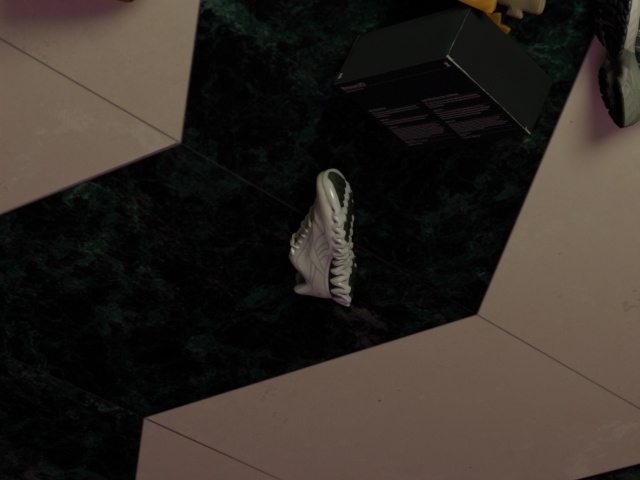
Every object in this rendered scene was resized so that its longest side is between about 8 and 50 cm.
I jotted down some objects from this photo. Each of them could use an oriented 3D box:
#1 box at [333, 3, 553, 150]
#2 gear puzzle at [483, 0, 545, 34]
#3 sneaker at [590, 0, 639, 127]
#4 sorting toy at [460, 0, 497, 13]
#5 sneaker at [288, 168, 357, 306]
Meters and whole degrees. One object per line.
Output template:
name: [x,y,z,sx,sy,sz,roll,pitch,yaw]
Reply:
box: [0.174,-0.231,1.615,0.184,0.103,0.261,34,160,-30]
gear puzzle: [0.256,-0.401,1.528,0.175,0.044,0.339,22,128,22]
sneaker: [0.478,-0.306,1.645,0.122,0.110,0.283,-20,134,-5]
sorting toy: [0.203,-0.427,1.346,0.196,0.047,0.347,19,135,29]
sneaker: [0.000,0.000,1.922,0.118,0.110,0.292,5,133,8]
